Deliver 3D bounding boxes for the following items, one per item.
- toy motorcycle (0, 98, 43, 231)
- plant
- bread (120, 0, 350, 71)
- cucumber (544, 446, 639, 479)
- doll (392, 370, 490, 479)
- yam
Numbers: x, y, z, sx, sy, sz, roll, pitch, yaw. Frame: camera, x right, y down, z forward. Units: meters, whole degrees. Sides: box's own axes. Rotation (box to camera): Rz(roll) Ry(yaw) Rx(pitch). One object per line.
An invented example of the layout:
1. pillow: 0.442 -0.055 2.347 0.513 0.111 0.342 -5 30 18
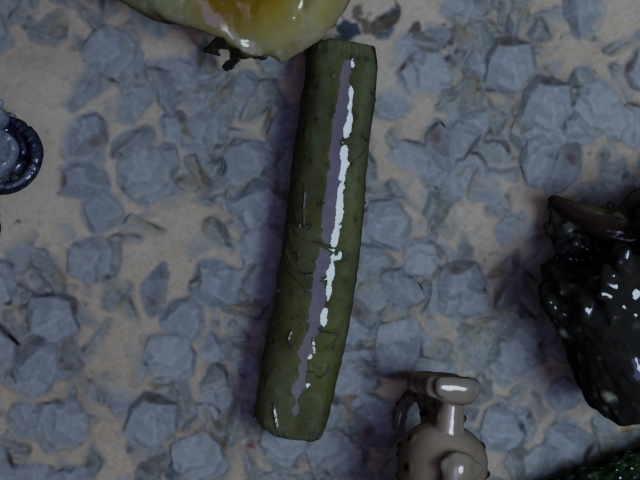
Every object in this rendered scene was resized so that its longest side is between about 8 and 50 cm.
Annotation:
1. toy motorcycle: -0.384 -0.044 1.205 0.260 0.110 0.171 -43 85 -6
2. plant: 0.298 0.046 1.237 0.204 0.178 0.234 -15 101 -3
3. bread: -0.127 -0.328 1.182 0.389 0.183 0.236 38 106 -13
4. cucumber: 0.312 0.240 1.298 0.359 0.096 0.096 -22 96 -6
5. doll: 0.096 0.257 1.224 0.119 0.154 0.278 8 78 -15
6. yam: 0.000 0.000 1.255 0.083 0.083 0.371 9 95 -6
